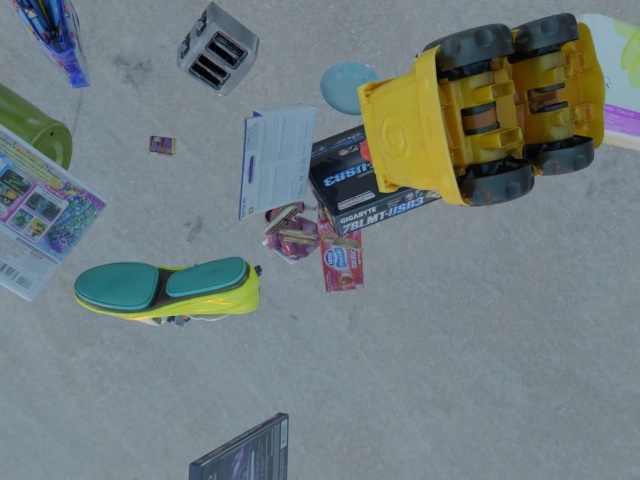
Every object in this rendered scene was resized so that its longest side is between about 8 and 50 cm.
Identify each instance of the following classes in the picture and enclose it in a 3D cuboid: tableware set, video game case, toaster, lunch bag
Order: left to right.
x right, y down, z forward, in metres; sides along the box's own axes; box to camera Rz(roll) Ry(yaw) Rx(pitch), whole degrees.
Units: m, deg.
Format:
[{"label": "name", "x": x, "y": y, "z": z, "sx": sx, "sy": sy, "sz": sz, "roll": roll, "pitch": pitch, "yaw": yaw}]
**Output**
[{"label": "video game case", "x": -0.342, "y": -0.034, "z": 0.608, "sx": 0.157, "sy": 0.143, "sz": 0.019, "roll": 39, "pitch": 156, "yaw": -21}, {"label": "lunch bag", "x": -0.512, "y": -0.421, "z": 1.024, "sx": 0.138, "sy": 0.221, "sz": 0.293, "roll": -23, "pitch": 97, "yaw": -16}, {"label": "toaster", "x": -0.259, "y": -0.484, "z": 1.432, "sx": 0.186, "sy": 0.110, "sz": 0.168, "roll": 31, "pitch": 126, "yaw": -30}, {"label": "video game case", "x": -0.116, "y": 0.394, "z": 0.843, "sx": 0.026, "sy": 0.274, "sz": 0.195, "roll": 1, "pitch": 88, "yaw": 22}, {"label": "tableware set", "x": 0.000, "y": 0.000, "z": 0.963, "sx": 0.141, "sy": 0.169, "sz": 0.020, "roll": 8, "pitch": 88, "yaw": -2}]

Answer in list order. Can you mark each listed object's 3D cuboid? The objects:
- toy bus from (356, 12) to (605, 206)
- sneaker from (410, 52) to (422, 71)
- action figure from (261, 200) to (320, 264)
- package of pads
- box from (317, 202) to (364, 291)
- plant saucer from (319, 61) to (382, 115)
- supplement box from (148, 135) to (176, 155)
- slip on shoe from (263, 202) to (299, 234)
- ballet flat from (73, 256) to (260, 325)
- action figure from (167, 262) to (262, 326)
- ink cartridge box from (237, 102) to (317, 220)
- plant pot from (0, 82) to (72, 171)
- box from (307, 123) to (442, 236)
[{"label": "toy bus", "x": 0.145, "y": -0.125, "z": 0.570, "sx": 0.220, "sy": 0.211, "sz": 0.149, "roll": -21, "pitch": 102, "yaw": -27}, {"label": "sneaker", "x": 0.388, "y": -0.513, "z": 1.804, "sx": 0.145, "sy": 0.384, "sz": 0.147, "roll": -16, "pitch": 121, "yaw": -16}, {"label": "action figure", "x": -0.120, "y": -0.066, "z": 2.053, "sx": 0.276, "sy": 0.370, "sz": 0.248, "roll": 34, "pitch": 82, "yaw": 27}, {"label": "package of pads", "x": 0.616, "y": -0.317, "z": 1.131, "sx": 0.297, "sy": 0.101, "sz": 0.229, "roll": 10, "pitch": 93, "yaw": -13}, {"label": "box", "x": 0.061, "y": 0.016, "z": 1.658, "sx": 0.123, "sy": 0.128, "sz": 0.256, "roll": -5, "pitch": 124, "yaw": 3}, {"label": "plant saucer", "x": 0.093, "y": -0.442, "z": 1.646, "sx": 0.195, "sy": 0.194, "sz": 0.037, "roll": 18, "pitch": 156, "yaw": 1}, {"label": "supplement box", "x": -0.514, "y": -0.306, "z": 1.801, "sx": 0.083, "sy": 0.043, "sz": 0.054, "roll": 5, "pitch": 86, "yaw": -24}, {"label": "slip on shoe", "x": -0.124, "y": -0.069, "z": 1.688, "sx": 0.135, "sy": 0.051, "sz": 0.041, "roll": -43, "pitch": 58, "yaw": 21}, {"label": "ballet flat", "x": -0.180, "y": 0.069, "z": 0.664, "sx": 0.231, "sy": 0.077, "sz": 0.077, "roll": -5, "pitch": 136, "yaw": 12}, {"label": "action figure", "x": -0.342, "y": 0.131, "z": 1.715, "sx": 0.341, "sy": 0.330, "sz": 0.178, "roll": -31, "pitch": 111, "yaw": -16}, {"label": "ink cartridge box", "x": -0.104, "y": -0.171, "z": 1.177, "sx": 0.045, "sy": 0.224, "sz": 0.223, "roll": 25, "pitch": 120, "yaw": 30}, {"label": "plant pot", "x": -0.858, "y": -0.253, "z": 1.416, "sx": 0.353, "sy": 0.366, "sz": 0.366, "roll": 21, "pitch": 114, "yaw": 1}, {"label": "box", "x": 0.119, "y": -0.166, "z": 1.303, "sx": 0.296, "sy": 0.293, "sz": 0.073, "roll": -21, "pitch": 133, "yaw": -5}]
